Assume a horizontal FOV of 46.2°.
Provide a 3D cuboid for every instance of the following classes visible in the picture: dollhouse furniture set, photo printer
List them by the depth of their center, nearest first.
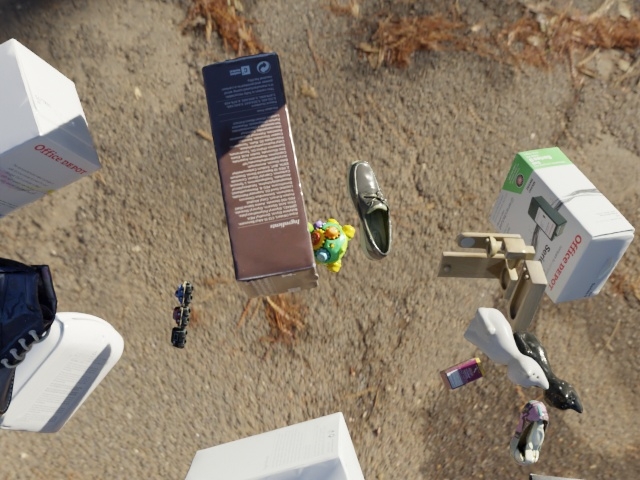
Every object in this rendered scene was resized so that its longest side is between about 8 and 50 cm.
[{"bbox_3d":[0.275,0.062,1.234,0.123,0.144,0.151,3,43,-5],"label":"dollhouse furniture set"},{"bbox_3d":[-0.622,0.305,1.767,0.107,0.256,0.307,40,90,26],"label":"photo printer"}]

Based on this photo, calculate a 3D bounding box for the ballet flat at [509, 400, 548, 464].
[{"bbox_3d":[0.511,0.492,1.834,0.077,0.221,0.079,3,32,-1],"label":"ballet flat"}]

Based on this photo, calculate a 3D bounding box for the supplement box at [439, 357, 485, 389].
[{"bbox_3d":[0.314,0.294,1.660,0.083,0.055,0.043,-22,85,-7],"label":"supplement box"}]

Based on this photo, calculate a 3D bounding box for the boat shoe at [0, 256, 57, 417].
[{"bbox_3d":[-0.584,0.193,1.420,0.158,0.127,0.340,3,108,4],"label":"boat shoe"}]

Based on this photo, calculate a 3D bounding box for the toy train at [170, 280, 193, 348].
[{"bbox_3d":[-0.292,0.155,1.571,0.036,0.158,0.027,11,21,-3],"label":"toy train"}]

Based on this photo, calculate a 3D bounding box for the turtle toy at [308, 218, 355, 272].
[{"bbox_3d":[0.000,0.000,1.435,0.130,0.066,0.095,24,92,47],"label":"turtle toy"}]

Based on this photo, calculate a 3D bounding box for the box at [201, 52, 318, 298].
[{"bbox_3d":[-0.101,-0.105,1.306,0.143,0.191,0.381,-12,76,-2],"label":"box"}]

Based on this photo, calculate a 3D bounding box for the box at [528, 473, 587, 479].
[{"bbox_3d":[0.236,0.296,0.600,0.183,0.231,0.056,5,30,1],"label":"box"}]

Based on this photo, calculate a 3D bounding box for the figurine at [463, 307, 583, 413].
[{"bbox_3d":[0.411,0.247,1.507,0.092,0.215,0.209,-51,35,10],"label":"figurine"}]

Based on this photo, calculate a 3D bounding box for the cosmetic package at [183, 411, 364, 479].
[{"bbox_3d":[-0.045,0.387,1.028,0.225,0.138,0.224,-17,101,5],"label":"cosmetic package"}]

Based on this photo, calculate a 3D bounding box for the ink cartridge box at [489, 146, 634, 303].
[{"bbox_3d":[0.525,-0.036,1.670,0.122,0.211,0.289,-8,45,-22],"label":"ink cartridge box"}]

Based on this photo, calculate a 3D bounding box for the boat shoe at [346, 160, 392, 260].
[{"bbox_3d":[0.115,-0.068,1.620,0.080,0.073,0.223,-10,88,-21],"label":"boat shoe"}]

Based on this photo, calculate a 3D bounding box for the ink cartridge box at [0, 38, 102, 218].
[{"bbox_3d":[-0.573,-0.180,1.328,0.270,0.198,0.197,-24,74,7],"label":"ink cartridge box"}]
